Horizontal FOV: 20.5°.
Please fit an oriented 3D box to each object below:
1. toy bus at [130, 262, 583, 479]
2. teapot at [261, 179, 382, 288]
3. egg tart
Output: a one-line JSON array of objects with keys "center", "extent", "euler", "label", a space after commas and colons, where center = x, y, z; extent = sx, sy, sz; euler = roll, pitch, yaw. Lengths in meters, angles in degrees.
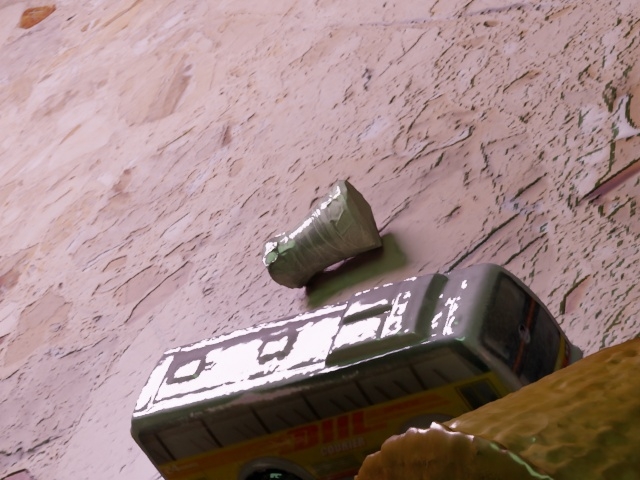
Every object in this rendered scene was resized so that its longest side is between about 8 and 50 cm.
[{"center": [0.016, 0.090, 1.050], "extent": [0.268, 0.106, 0.092], "euler": [-16, 32, 32], "label": "toy bus"}, {"center": [0.000, 0.000, 1.292], "extent": [0.083, 0.057, 0.067], "euler": [-33, -12, 11], "label": "teapot"}, {"center": [0.126, 0.141, 0.741], "extent": [0.171, 0.215, 0.215], "euler": [-33, 22, -29], "label": "egg tart"}]
